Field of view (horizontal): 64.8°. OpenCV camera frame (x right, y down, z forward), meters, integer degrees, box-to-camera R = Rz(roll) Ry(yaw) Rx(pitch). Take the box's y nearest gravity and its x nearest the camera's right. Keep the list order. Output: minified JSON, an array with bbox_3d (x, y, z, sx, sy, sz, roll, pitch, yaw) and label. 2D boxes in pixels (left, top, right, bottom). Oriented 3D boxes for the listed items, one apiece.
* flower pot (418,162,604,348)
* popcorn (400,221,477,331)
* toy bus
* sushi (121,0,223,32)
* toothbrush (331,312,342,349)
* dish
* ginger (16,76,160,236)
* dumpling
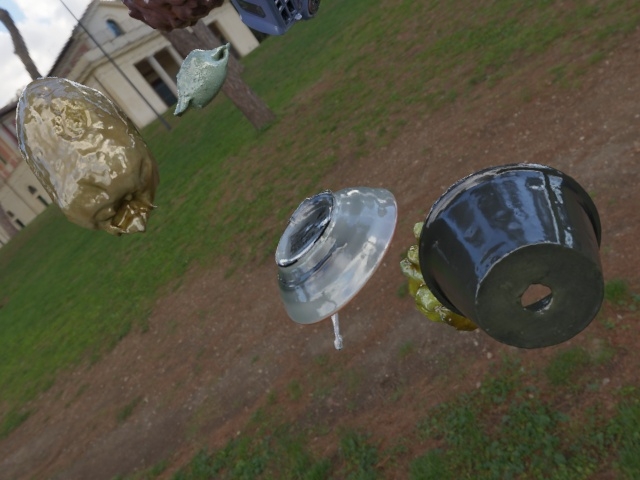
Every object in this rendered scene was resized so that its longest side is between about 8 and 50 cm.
[{"bbox_3d":[0.275,0.041,0.701,0.269,0.269,0.166,-32,18,19],"label":"flower pot"},{"bbox_3d":[0.364,0.062,1.270,0.326,0.290,0.321,-63,-24,-1],"label":"popcorn"},{"bbox_3d":[-0.057,-0.262,0.496,0.076,0.073,0.167,-65,-15,-3],"label":"toy bus"},{"bbox_3d":[-0.194,-0.363,0.531,0.170,0.270,0.237,-1,64,43],"label":"sushi"},{"bbox_3d":[0.048,0.254,1.557,0.025,0.030,0.307,5,16,-4],"label":"toothbrush"},{"bbox_3d":[0.000,0.000,0.802,0.260,0.085,0.260,-41,25,25],"label":"dish"},{"bbox_3d":[-0.306,-0.118,0.660,0.138,0.267,0.152,-37,-25,-10],"label":"ginger"},{"bbox_3d":[-0.298,-0.398,1.228,0.219,0.108,0.152,-52,39,-6],"label":"dumpling"}]
